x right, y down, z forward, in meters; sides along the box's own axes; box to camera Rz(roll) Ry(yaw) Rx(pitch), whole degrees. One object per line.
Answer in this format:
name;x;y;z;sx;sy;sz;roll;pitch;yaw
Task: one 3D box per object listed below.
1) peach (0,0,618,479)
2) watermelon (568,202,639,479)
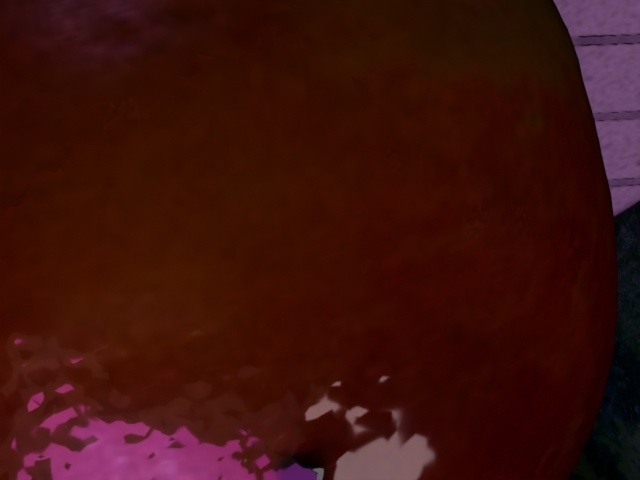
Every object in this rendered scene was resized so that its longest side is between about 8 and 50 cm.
peach;-0.076;0.010;0.553;0.388;0.388;0.388;-7;145;-5
watermelon;0.289;0.107;0.919;0.319;0.222;0.292;-8;149;-4
